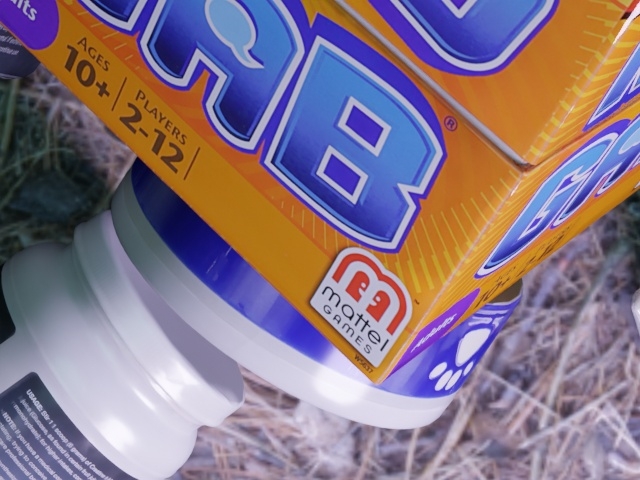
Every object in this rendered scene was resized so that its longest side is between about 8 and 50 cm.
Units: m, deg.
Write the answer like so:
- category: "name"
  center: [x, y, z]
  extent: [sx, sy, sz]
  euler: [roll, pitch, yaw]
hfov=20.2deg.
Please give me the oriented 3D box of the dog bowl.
- category: "dog bowl"
  center: [0.000, 0.000, 1.190]
  extent: [0.265, 0.265, 0.104]
  euler: [36, 109, 4]

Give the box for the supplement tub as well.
- category: "supplement tub"
  center: [-0.210, 0.123, 1.268]
  extent: [0.272, 0.191, 0.191]
  euler: [-35, 88, 8]

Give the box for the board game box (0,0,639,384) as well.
- category: "board game box"
  center: [0.078, -0.214, 1.031]
  extent: [0.356, 0.356, 0.356]
  euler: [43, 132, 14]

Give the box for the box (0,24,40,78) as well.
- category: "box"
  center: [-0.206, -0.353, 1.233]
  extent: [0.293, 0.212, 0.395]
  euler: [43, 96, 4]

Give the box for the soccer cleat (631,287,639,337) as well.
- category: "soccer cleat"
  center: [0.303, 0.138, 1.148]
  extent: [0.116, 0.331, 0.143]
  euler: [-39, 132, 0]
